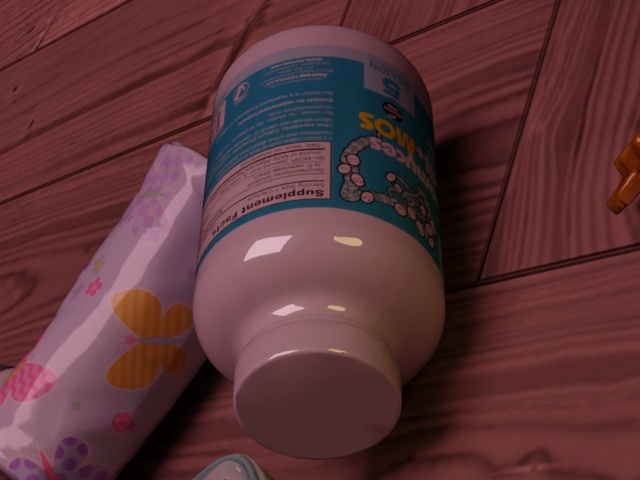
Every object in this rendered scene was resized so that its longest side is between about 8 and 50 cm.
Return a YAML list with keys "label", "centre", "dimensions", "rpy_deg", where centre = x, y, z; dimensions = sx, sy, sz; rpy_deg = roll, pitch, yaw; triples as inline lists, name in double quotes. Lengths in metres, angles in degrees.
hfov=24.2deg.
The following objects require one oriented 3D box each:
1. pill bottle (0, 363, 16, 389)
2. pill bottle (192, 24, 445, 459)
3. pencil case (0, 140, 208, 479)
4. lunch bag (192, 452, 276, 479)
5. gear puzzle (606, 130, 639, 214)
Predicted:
- label: "pill bottle"
  centre: [-0.250, 0.136, 1.172]
  dimensions: [0.137, 0.078, 0.078]
  rpy_deg: [-1, 58, 55]
- label: "pill bottle"
  centre: [0.000, 0.000, 0.897]
  dimensions: [0.146, 0.146, 0.264]
  rpy_deg: [-34, 35, 29]
- label: "pencil case"
  centre: [-0.133, 0.061, 1.054]
  dimensions: [0.273, 0.113, 0.124]
  rpy_deg: [-56, 19, -6]
- label: "lunch bag"
  centre: [-0.074, 0.255, 0.764]
  dimensions: [0.279, 0.108, 0.224]
  rpy_deg: [-46, 27, 11]
- label: "gear puzzle"
  centre: [0.233, -0.139, 0.710]
  dimensions: [0.175, 0.044, 0.339]
  rpy_deg: [-41, -12, -48]
